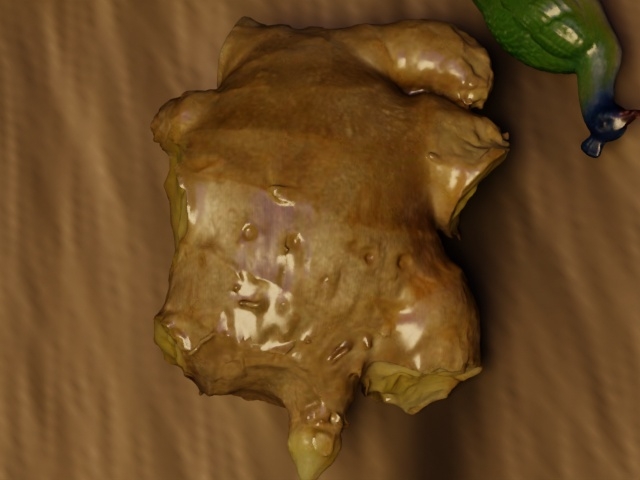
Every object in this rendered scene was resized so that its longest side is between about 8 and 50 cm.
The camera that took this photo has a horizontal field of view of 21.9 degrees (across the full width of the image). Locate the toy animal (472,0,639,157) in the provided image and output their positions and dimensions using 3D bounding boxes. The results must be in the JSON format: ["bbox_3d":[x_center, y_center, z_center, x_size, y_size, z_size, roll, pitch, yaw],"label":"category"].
[{"bbox_3d":[0.092,-0.137,0.757,0.075,0.041,0.217,-40,64,13],"label":"toy animal"}]

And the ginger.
[{"bbox_3d":[0.000,0.000,0.718,0.157,0.102,0.216,7,71,-8],"label":"ginger"}]
